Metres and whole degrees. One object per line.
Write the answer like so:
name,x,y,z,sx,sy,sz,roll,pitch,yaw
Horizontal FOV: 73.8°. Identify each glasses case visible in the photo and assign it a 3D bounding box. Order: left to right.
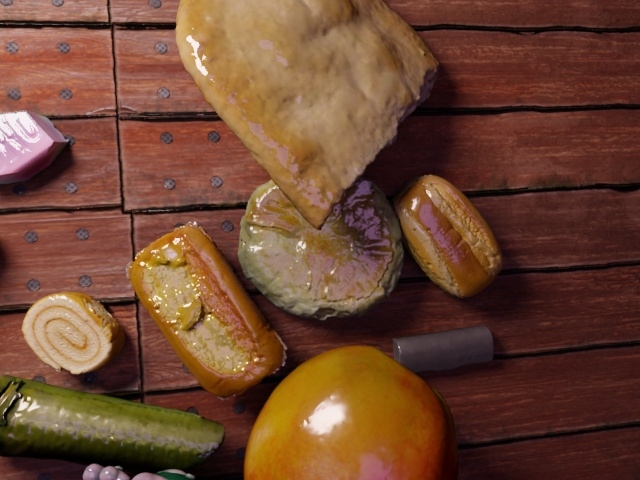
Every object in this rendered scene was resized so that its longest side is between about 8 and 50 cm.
glasses case,0.234,0.210,0.815,0.191,0.042,0.071,-7,97,-8

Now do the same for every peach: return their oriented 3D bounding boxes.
peach,0.039,0.328,0.653,0.332,0.308,0.308,-44,94,-14

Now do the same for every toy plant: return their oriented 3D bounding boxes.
toy plant,-0.229,0.412,0.635,0.244,0.112,0.232,-11,123,31

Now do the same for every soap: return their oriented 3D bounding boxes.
soap,-0.514,-0.155,0.714,0.149,0.056,0.100,-38,96,-7

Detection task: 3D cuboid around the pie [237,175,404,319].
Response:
pie,0.000,0.000,0.762,0.307,0.071,0.305,0,90,-2

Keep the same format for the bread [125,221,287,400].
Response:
bread,-0.189,0.119,0.720,0.153,0.119,0.288,-33,93,-11

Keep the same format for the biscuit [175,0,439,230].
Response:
biscuit,-0.002,-0.312,0.708,0.429,0.104,0.446,-43,96,-25

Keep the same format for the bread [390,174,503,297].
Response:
bread,0.230,-0.010,0.787,0.140,0.106,0.236,-39,93,-5

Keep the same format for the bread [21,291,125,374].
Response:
bread,-0.412,0.156,0.714,0.122,0.073,0.149,-43,92,-2

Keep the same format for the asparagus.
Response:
asparagus,-0.354,0.312,0.696,0.382,0.108,0.128,15,107,-10
